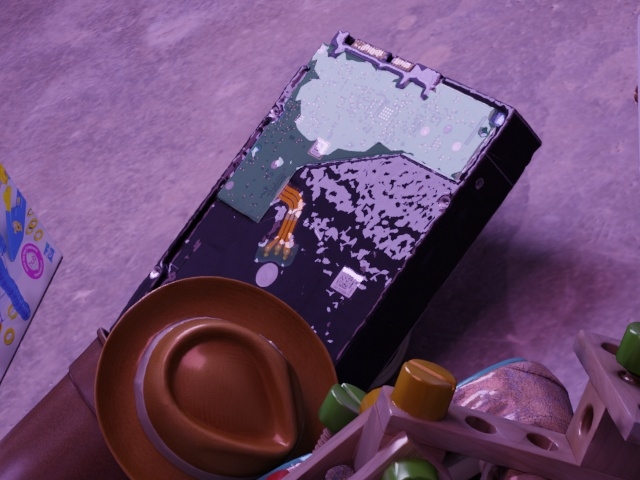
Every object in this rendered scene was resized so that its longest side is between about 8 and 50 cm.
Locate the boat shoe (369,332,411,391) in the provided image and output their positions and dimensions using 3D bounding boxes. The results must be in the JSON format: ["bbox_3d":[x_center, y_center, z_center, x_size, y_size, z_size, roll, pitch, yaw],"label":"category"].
[{"bbox_3d":[0.036,0.037,1.408,0.080,0.073,0.223,-12,37,21],"label":"boat shoe"}]

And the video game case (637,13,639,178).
[{"bbox_3d":[0.406,-0.133,1.338,0.285,0.025,0.204,-6,47,17],"label":"video game case"}]

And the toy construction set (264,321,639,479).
[{"bbox_3d":[0.096,0.147,0.943,0.257,0.237,0.309,32,22,10],"label":"toy construction set"}]

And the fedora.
[{"bbox_3d":[-0.070,0.116,1.199,0.194,0.194,0.079,-38,1,-15],"label":"fedora"}]

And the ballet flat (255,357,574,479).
[{"bbox_3d":[0.047,0.191,1.167,0.316,0.107,0.106,-30,46,-1],"label":"ballet flat"}]

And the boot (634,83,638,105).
[{"bbox_3d":[0.358,-0.150,1.444,0.158,0.059,0.084,-9,34,15],"label":"boot"}]

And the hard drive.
[{"bbox_3d":[0.000,0.000,1.363,0.237,0.064,0.339,30,82,42],"label":"hard drive"}]

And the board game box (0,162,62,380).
[{"bbox_3d":[-0.405,0.009,1.572,0.086,0.302,0.308,-12,36,24],"label":"board game box"}]

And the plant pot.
[{"bbox_3d":[-0.186,0.184,1.306,0.165,0.167,0.167,-39,33,-4],"label":"plant pot"}]
